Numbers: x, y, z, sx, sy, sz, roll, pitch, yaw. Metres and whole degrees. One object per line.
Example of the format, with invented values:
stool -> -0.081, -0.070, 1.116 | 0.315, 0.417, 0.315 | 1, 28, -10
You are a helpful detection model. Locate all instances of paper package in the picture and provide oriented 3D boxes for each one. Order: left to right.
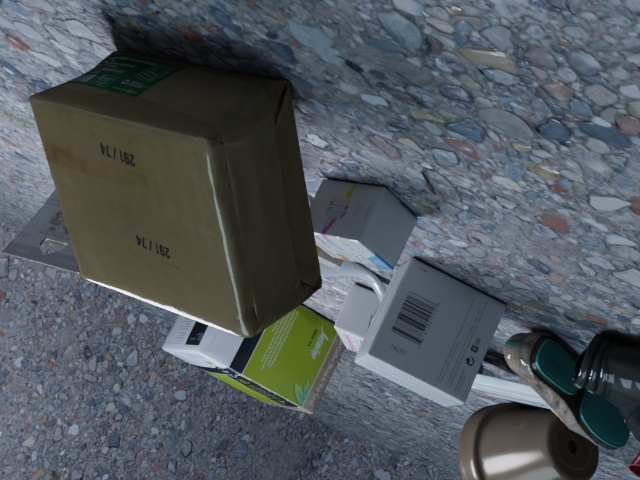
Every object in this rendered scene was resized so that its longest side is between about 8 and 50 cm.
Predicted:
paper package -> -0.184, -0.069, 1.404 | 0.324, 0.168, 0.310 | 16, 128, 35

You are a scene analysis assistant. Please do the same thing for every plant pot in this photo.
plant pot -> 0.463, 0.458, 2.287 | 0.263, 0.263, 0.229 | 31, 146, -18

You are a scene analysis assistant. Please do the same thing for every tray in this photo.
tray -> 0.409, 0.300, 2.063 | 0.270, 0.030, 0.145 | 10, 170, 26

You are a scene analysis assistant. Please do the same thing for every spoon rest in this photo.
spoon rest -> 0.024, 0.056, 1.935 | 0.276, 0.084, 0.137 | 42, 163, -5

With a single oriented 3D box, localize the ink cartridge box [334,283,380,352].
ink cartridge box -> 0.160, 0.191, 2.082 | 0.237, 0.100, 0.172 | 21, 164, 18

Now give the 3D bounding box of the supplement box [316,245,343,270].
supplement box -> 0.000, 0.000, 1.770 | 0.098, 0.062, 0.036 | 27, 165, -1

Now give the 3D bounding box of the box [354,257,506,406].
box -> 0.179, 0.154, 1.758 | 0.181, 0.181, 0.119 | 27, 166, -3

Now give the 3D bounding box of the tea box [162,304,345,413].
tea box -> -0.161, 0.246, 2.588 | 0.323, 0.220, 0.329 | 32, 165, -19

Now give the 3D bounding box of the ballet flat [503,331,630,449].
ballet flat -> 0.424, 0.254, 1.855 | 0.106, 0.108, 0.316 | 2, 142, 52

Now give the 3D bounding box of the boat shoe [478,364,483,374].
boat shoe -> 0.247, 0.237, 2.188 | 0.184, 0.066, 0.063 | 8, 158, 25

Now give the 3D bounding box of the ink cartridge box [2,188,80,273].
ink cartridge box -> -0.404, -0.043, 1.911 | 0.296, 0.261, 0.066 | 10, 149, 48

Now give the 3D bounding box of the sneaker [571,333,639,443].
sneaker -> 0.478, 0.231, 1.689 | 0.146, 0.105, 0.296 | 21, 159, 26

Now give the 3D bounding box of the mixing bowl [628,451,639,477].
mixing bowl -> 0.669, 0.408, 1.963 | 0.181, 0.098, 0.181 | 24, 166, 6

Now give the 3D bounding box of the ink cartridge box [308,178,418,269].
ink cartridge box -> 0.047, -0.025, 1.546 | 0.143, 0.090, 0.092 | 10, 159, 46
